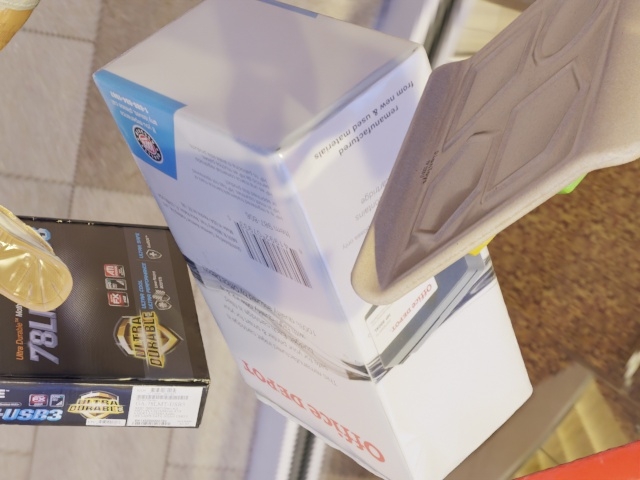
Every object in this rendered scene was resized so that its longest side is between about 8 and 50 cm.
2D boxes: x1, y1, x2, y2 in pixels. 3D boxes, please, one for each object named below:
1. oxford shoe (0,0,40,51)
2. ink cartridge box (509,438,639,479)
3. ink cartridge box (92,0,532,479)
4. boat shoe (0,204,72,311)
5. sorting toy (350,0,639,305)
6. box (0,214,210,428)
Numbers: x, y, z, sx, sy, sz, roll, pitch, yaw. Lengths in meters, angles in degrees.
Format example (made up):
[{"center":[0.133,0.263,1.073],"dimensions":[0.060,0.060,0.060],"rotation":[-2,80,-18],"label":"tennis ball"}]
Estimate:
[{"center":[-0.257,-0.259,0.580],"dimensions":[0.130,0.169,0.449],"rotation":[-25,105,6],"label":"oxford shoe"},{"center":[0.142,0.191,0.488],"dimensions":[0.275,0.060,0.239],"rotation":[-23,72,25],"label":"ink cartridge box"},{"center":[0.000,0.000,1.188],"dimensions":[0.166,0.285,0.395],"rotation":[-38,128,-21],"label":"ink cartridge box"},{"center":[-0.275,-0.005,1.049],"dimensions":[0.170,0.059,0.063],"rotation":[40,92,-22],"label":"boat shoe"},{"center":[0.111,-0.068,0.701],"dimensions":[0.038,0.208,0.193],"rotation":[36,53,-18],"label":"sorting toy"},{"center":[-0.285,0.082,1.439],"dimensions":[0.293,0.295,0.073],"rotation":[5,124,-16],"label":"box"}]
